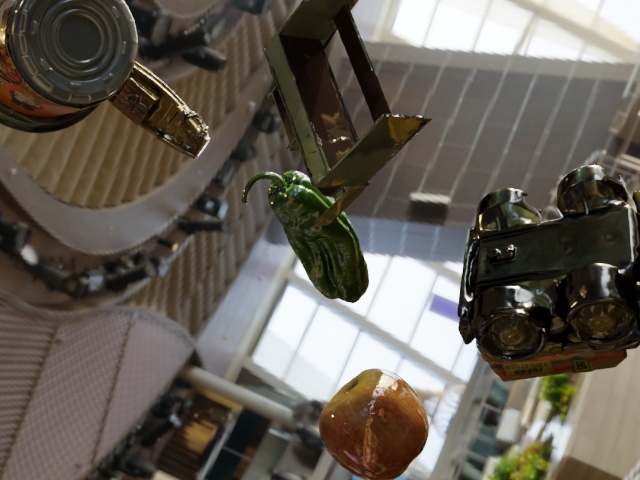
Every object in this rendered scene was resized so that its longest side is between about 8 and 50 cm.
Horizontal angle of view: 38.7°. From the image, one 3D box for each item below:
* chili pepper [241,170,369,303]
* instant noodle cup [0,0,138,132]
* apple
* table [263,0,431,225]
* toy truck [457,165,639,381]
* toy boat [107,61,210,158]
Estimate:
[{"bbox_3d":[-0.002,-0.003,1.189,0.257,0.100,0.074,61,-148,-35],"label":"chili pepper"},{"bbox_3d":[-0.259,-0.193,0.895,0.208,0.125,0.178,-12,-76,-35],"label":"instant noodle cup"},{"bbox_3d":[0.097,0.326,1.602,0.188,0.174,0.188,-45,2,2],"label":"apple"},{"bbox_3d":[0.004,-0.116,0.797,0.062,0.146,0.175,-3,-28,-36],"label":"table"},{"bbox_3d":[0.225,0.024,0.597,0.127,0.257,0.127,56,-149,-32],"label":"toy truck"},{"bbox_3d":[-0.226,-0.176,1.124,0.064,0.206,0.072,-52,3,17],"label":"toy boat"}]
